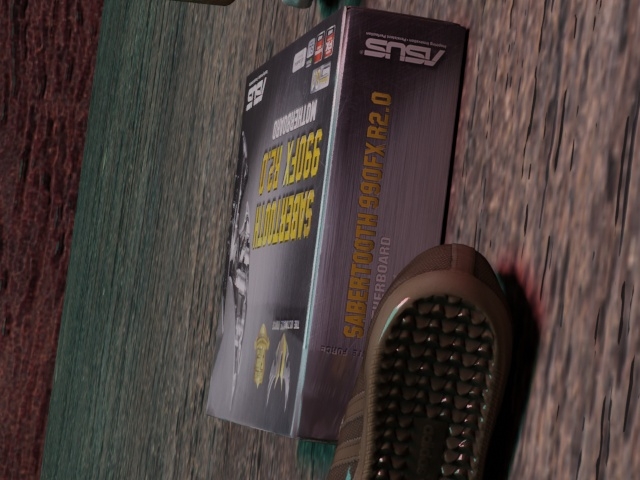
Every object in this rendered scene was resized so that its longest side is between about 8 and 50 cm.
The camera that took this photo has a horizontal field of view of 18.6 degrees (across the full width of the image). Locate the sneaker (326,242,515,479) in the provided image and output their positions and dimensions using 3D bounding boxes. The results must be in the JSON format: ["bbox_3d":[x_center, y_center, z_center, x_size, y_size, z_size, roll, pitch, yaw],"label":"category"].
[{"bbox_3d":[0.033,0.091,0.726,0.071,0.066,0.188,-67,-5,-69],"label":"sneaker"}]

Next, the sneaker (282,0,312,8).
[{"bbox_3d":[-0.040,-0.216,1.146,0.212,0.094,0.080,-94,18,-44],"label":"sneaker"}]

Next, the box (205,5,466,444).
[{"bbox_3d":[0.000,0.000,0.911,0.231,0.056,0.183,171,107,-78],"label":"box"}]

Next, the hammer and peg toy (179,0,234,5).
[{"bbox_3d":[-0.011,-0.310,1.000,0.266,0.127,0.361,134,143,-67],"label":"hammer and peg toy"}]
